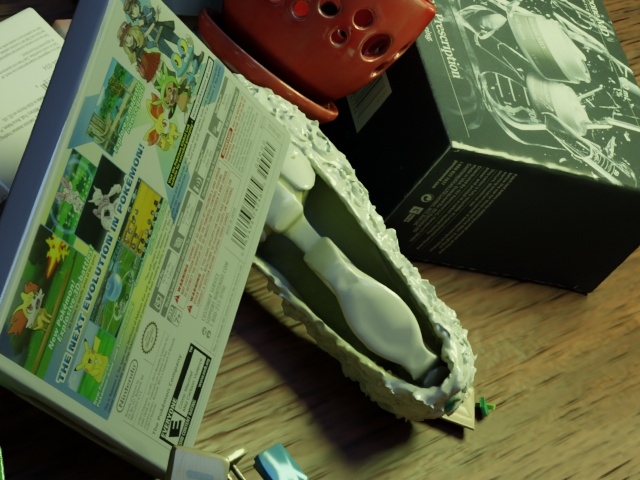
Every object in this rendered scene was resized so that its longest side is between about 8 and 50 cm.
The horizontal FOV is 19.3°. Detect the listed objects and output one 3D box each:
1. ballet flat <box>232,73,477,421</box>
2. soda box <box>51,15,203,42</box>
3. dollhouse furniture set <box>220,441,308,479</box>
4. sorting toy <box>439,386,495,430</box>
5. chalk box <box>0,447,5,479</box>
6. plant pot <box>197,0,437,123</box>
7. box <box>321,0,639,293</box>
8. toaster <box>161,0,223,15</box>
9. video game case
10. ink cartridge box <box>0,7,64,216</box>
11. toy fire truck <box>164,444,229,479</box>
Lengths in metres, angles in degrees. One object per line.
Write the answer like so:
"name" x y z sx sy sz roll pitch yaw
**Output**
"ballet flat" 0.000 0.000 1.724 0.409 0.147 0.147 46 39 -1
"soda box" -0.188 -0.182 1.857 0.183 0.058 0.063 -11 60 -43
"dollhouse furniture set" -0.035 0.243 1.514 0.184 0.129 0.129 51 40 12
"sorting toy" 0.134 0.160 1.821 0.083 0.012 0.062 22 37 -16
"chalk box" -0.358 0.170 1.295 0.289 0.179 0.180 12 46 -31
"plant pot" -0.008 -0.218 1.831 0.191 0.174 0.191 36 10 -8
"box" 0.173 -0.148 2.016 0.312 0.179 0.343 11 47 -32
"toaster" -0.156 -0.297 1.911 0.168 0.110 0.185 -4 21 -40
"video game case" -0.145 -0.006 1.502 0.300 0.036 0.329 44 59 -54
"ink cartridge box" -0.238 -0.048 1.644 0.273 0.115 0.198 45 39 6
"toy fire truck" -0.069 0.290 1.341 0.217 0.246 0.158 6 29 -34
